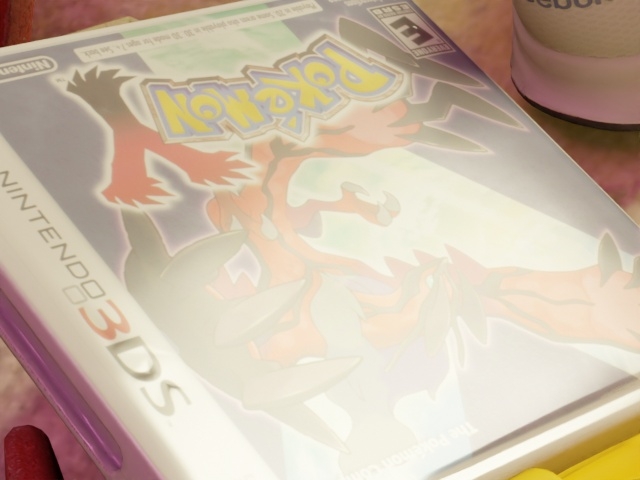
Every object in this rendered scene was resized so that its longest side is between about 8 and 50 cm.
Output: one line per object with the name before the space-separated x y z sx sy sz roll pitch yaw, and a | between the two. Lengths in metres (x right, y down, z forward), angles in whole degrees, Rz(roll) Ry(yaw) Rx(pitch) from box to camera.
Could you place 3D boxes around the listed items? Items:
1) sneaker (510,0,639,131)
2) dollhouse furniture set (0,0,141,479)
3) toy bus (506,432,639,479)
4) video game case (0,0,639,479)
sneaker | 0.148 -0.183 0.641 0.111 0.129 0.297 13 63 28
dollhouse furniture set | -0.114 -0.006 0.552 0.374 0.152 0.201 28 35 32
toy bus | 0.152 0.130 0.443 0.211 0.149 0.220 -27 64 -24
video game case | 0.000 0.000 0.504 0.201 0.023 0.183 -17 55 -40
